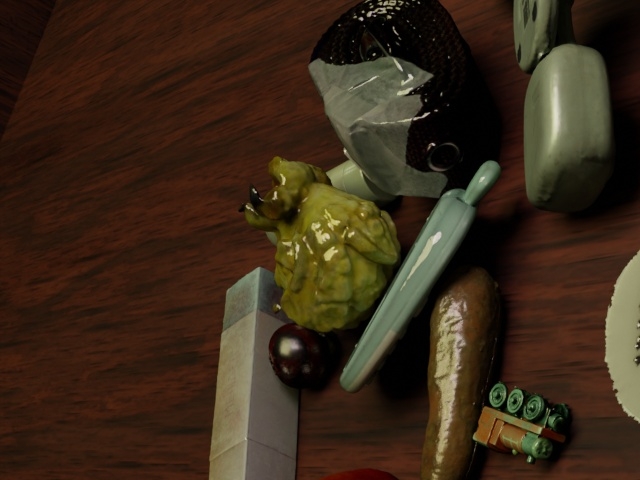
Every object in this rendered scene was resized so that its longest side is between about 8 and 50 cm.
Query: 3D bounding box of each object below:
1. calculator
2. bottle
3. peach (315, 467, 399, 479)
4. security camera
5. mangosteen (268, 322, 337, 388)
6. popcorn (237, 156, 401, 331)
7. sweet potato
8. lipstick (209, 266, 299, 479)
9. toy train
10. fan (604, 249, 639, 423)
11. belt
[{"bbox_3d":[0.102,0.036,1.437,0.295,0.042,0.184,-59,-2,16],"label":"calculator"},{"bbox_3d":[0.013,-0.049,1.702,0.201,0.072,0.072,-27,44,47],"label":"bottle"},{"bbox_3d":[0.037,0.312,1.254,0.197,0.197,0.197,-38,36,36],"label":"peach"},{"bbox_3d":[0.239,-0.179,1.353,0.157,0.080,0.302,93,175,-69],"label":"security camera"},{"bbox_3d":[-0.022,0.134,1.600,0.081,0.081,0.081,-38,36,36],"label":"mangosteen"},{"bbox_3d":[-0.001,0.008,1.566,0.195,0.173,0.168,44,141,27],"label":"popcorn"},{"bbox_3d":[0.137,0.146,1.345,0.075,0.075,0.273,-22,52,50],"label":"sweet potato"},{"bbox_3d":[-0.077,0.207,1.620,0.076,0.079,0.372,-35,39,38],"label":"lipstick"},{"bbox_3d":[0.188,0.172,1.264,0.103,0.044,0.064,11,79,62],"label":"toy train"},{"bbox_3d":[0.339,0.059,1.109,0.329,0.009,0.191,-20,57,61],"label":"fan"},{"bbox_3d":[0.092,-0.178,1.555,0.184,0.164,0.289,-28,38,5],"label":"belt"}]
